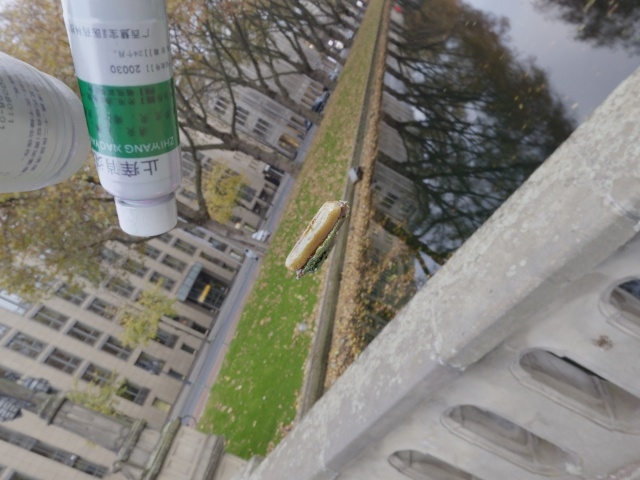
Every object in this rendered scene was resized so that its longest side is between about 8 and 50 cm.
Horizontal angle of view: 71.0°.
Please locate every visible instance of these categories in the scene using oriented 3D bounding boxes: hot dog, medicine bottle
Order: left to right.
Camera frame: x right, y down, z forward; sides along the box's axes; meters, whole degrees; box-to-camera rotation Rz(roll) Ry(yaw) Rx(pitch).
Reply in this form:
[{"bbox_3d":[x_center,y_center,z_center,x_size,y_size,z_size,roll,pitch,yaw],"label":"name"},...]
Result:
[{"bbox_3d":[-0.446,-0.153,0.565,0.190,0.189,0.332,-61,8,5],"label":"medicine bottle"},{"bbox_3d":[-0.199,-0.130,0.480,0.095,0.095,0.260,-77,-8,-55],"label":"medicine bottle"},{"bbox_3d":[0.000,0.000,0.599,0.133,0.041,0.056,-55,-13,22],"label":"hot dog"}]
